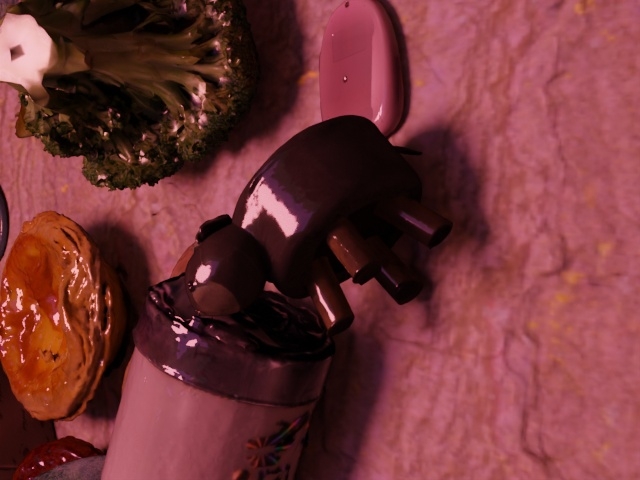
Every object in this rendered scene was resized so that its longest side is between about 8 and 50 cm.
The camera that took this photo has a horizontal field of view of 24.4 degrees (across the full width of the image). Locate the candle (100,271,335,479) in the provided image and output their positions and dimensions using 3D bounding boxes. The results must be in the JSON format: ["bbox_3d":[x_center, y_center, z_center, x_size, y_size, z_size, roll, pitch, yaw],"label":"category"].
[{"bbox_3d":[-0.107,0.199,1.376,0.187,0.187,0.330,32,111,47],"label":"candle"}]

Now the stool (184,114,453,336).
[{"bbox_3d":[0.002,0.003,1.269,0.228,0.153,0.139,-42,66,7],"label":"stool"}]

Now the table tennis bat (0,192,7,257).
[{"bbox_3d":[-0.436,-0.041,1.923,0.100,0.019,0.155,-21,73,48],"label":"table tennis bat"}]

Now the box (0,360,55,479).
[{"bbox_3d":[-0.495,0.239,1.767,0.297,0.225,0.190,-32,63,29],"label":"box"}]

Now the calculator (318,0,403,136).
[{"bbox_3d":[0.035,-0.143,1.358,0.103,0.024,0.166,-17,74,48],"label":"calculator"}]

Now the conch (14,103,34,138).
[{"bbox_3d":[-0.312,-0.171,1.748,0.200,0.079,0.095,2,70,59],"label":"conch"}]

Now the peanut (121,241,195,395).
[{"bbox_3d":[-0.135,0.092,1.497,0.228,0.085,0.104,-62,27,25],"label":"peanut"}]

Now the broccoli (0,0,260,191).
[{"bbox_3d":[-0.201,-0.192,1.474,0.307,0.275,0.308,5,103,25],"label":"broccoli"}]

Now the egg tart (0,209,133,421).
[{"bbox_3d":[-0.285,0.085,1.663,0.241,0.106,0.241,-3,86,53],"label":"egg tart"}]

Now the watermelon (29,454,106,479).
[{"bbox_3d":[-0.252,0.375,1.489,0.175,0.188,0.322,-171,87,-70],"label":"watermelon"}]

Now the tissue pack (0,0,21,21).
[{"bbox_3d":[-0.295,-0.373,1.715,0.228,0.103,0.316,14,98,49],"label":"tissue pack"}]

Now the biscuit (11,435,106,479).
[{"bbox_3d":[-0.278,0.312,1.651,0.192,0.049,0.192,2,95,29],"label":"biscuit"}]
